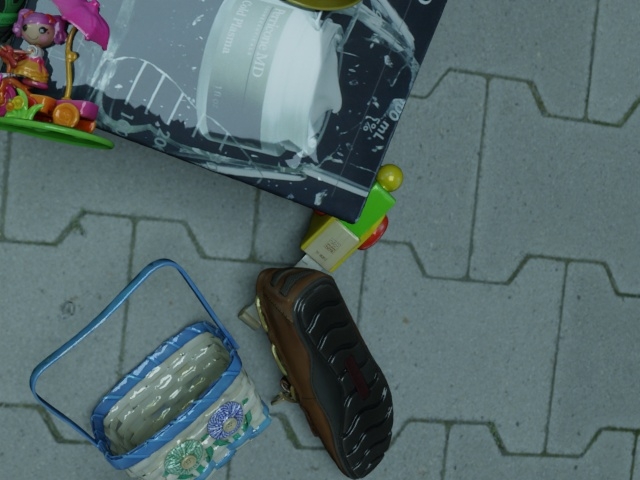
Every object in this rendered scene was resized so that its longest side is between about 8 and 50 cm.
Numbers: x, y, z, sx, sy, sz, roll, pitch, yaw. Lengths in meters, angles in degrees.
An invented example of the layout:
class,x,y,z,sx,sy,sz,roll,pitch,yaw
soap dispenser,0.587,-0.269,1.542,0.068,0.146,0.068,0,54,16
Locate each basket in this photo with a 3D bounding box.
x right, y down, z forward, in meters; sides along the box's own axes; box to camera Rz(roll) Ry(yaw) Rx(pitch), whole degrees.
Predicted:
class,x,y,z,sx,sy,sz,roll,pitch,yaw
basket,-0.219,0.199,1.318,0.255,0.201,0.289,-44,114,-9

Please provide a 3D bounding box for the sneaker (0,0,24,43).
class,x,y,z,sx,sy,sz,roll,pitch,yaw
sneaker,-0.466,-0.414,1.184,0.343,0.134,0.146,49,120,9

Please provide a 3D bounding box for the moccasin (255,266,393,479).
class,x,y,z,sx,sy,sz,roll,pitch,yaw
moccasin,0.000,0.204,1.421,0.139,0.147,0.380,-44,124,-25

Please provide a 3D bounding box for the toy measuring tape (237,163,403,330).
class,x,y,z,sx,sy,sz,roll,pitch,yaw
toy measuring tape,0.000,0.000,1.443,0.121,0.121,0.330,42,104,-15

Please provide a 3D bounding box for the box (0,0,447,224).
class,x,y,z,sx,sy,sz,roll,pitch,yaw
box,-0.110,-0.336,1.242,0.471,0.297,0.480,20,96,-19

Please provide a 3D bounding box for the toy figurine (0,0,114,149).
class,x,y,z,sx,sy,sz,roll,pitch,yaw
toy figurine,-0.295,-0.193,1.030,0.173,0.130,0.159,10,88,9

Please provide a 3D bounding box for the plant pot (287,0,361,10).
class,x,y,z,sx,sy,sz,roll,pitch,yaw
plant pot,-0.001,-0.335,1.060,0.134,0.134,0.095,20,71,-17
